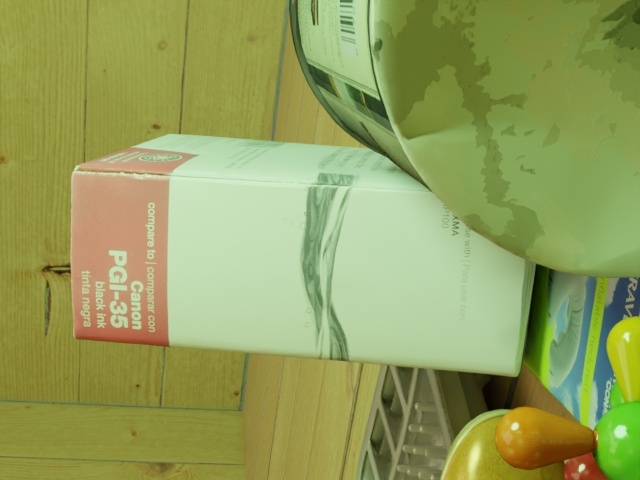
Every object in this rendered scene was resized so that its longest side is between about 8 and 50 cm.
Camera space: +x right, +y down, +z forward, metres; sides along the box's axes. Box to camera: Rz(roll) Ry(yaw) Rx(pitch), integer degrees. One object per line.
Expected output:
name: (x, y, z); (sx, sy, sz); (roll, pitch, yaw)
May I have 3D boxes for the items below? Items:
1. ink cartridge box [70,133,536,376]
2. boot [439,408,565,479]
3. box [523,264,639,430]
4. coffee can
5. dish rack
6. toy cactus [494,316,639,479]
ink cartridge box: (0.000, 0.000, 0.717); (0.207, 0.283, 0.117); (-50, -36, -76)
boot: (0.135, 0.232, 0.504); (0.211, 0.104, 0.295); (152, 116, -74)
box: (0.160, 0.047, 0.564); (0.178, 0.043, 0.109); (-121, 35, -77)
coffee can: (0.098, -0.112, 0.503); (0.275, 0.202, 0.201); (-120, 34, -75)
dish rack: (0.096, 0.235, 0.819); (0.332, 0.072, 0.285); (-97, 14, -53)
toy cactus: (0.128, 0.134, 0.337); (0.219, 0.112, 0.180); (-122, 25, -63)
